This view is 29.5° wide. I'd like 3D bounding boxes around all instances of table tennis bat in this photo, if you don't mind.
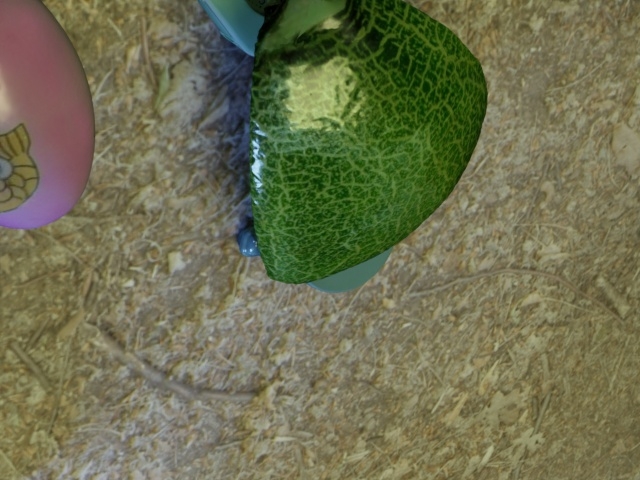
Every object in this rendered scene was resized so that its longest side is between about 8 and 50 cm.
[{"bbox_3d":[0.000,0.000,1.535,0.237,0.038,0.149,-2,117,-37],"label":"table tennis bat"}]

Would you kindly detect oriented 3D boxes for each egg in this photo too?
[{"bbox_3d":[-0.311,-0.130,1.155,0.196,0.196,0.271,-42,135,-5],"label":"egg"}]

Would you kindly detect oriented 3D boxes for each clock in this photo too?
[{"bbox_3d":[-0.048,-0.302,1.310,0.188,0.060,0.148,-42,130,-6],"label":"clock"}]

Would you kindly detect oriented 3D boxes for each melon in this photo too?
[{"bbox_3d":[0.022,-0.130,1.326,0.331,0.226,0.343,-31,161,2],"label":"melon"}]
